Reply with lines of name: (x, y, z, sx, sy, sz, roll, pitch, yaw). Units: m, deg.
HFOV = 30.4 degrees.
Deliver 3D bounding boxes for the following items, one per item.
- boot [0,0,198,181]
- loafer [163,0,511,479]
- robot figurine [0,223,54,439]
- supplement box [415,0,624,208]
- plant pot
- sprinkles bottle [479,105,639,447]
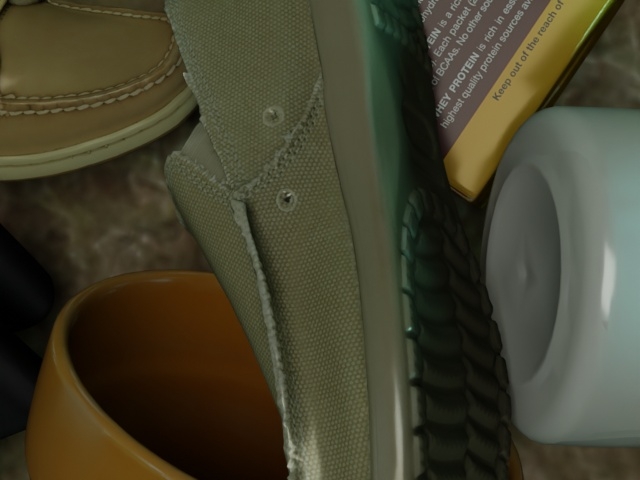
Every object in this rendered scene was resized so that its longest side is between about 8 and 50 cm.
boot: (-0.192, -0.132, 0.533, 0.262, 0.203, 0.095, 3, 46, 13)
loafer: (0.000, 0.000, 0.413, 0.092, 0.102, 0.269, -16, 67, 23)
robot figurine: (-0.267, 0.073, 0.561, 0.278, 0.209, 0.174, -20, 104, 8)
supplement box: (0.044, -0.147, 0.528, 0.194, 0.129, 0.191, 34, 95, 8)
plant pot: (-0.041, 0.143, 0.519, 0.205, 0.205, 0.188, 24, 109, 9)
sprinkles bottle: (0.245, 0.019, 0.446, 0.355, 0.121, 0.121, 2, 90, -10)
